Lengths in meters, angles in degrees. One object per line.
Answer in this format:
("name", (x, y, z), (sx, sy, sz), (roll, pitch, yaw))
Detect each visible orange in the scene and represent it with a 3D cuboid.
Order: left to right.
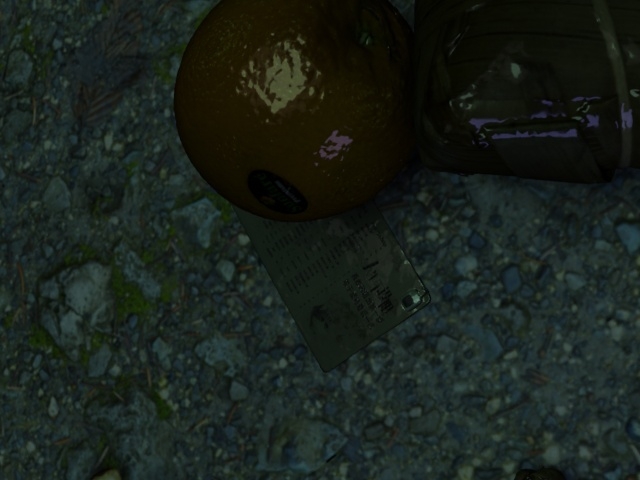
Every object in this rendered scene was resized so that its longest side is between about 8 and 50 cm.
("orange", (-0.018, -0.152, 1.372), (0.274, 0.274, 0.274), (-2, 86, 28))

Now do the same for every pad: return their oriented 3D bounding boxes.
("pad", (0.000, 0.000, 1.500), (0.159, 0.009, 0.265), (-37, 70, 22))

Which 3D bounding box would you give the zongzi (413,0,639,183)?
("zongzi", (0.325, -0.291, 1.301), (0.467, 0.218, 0.500), (2, 71, -1))

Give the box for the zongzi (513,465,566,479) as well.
("zongzi", (0.183, 0.318, 1.346), (0.176, 0.078, 0.160), (-17, 74, 30))
